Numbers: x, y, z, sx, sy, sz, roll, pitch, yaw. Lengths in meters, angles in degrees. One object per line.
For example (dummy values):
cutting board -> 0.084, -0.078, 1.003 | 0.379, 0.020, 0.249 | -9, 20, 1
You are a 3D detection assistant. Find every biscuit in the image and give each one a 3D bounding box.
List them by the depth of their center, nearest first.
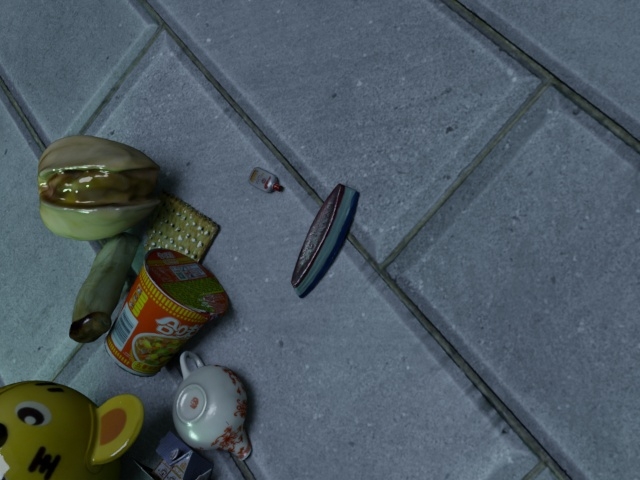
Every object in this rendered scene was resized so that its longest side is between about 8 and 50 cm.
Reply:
biscuit -> -0.307, -0.012, 1.922 | 0.203, 0.016, 0.144 | 29, 93, 36

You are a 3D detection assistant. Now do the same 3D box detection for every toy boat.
toy boat -> 0.000, 0.000, 1.693 | 0.080, 0.046, 0.229 | 25, 89, 34

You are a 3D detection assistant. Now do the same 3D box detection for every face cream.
face cream -> -0.108, -0.118, 1.815 | 0.083, 0.021, 0.040 | 27, 93, 37

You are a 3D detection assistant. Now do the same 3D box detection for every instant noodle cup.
instant noodle cup -> -0.317, 0.155, 1.791 | 0.212, 0.193, 0.193 | -52, 54, 21

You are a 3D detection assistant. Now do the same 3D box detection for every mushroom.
mushroom -> -0.448, 0.091, 1.867 | 0.100, 0.081, 0.312 | -29, 29, 22

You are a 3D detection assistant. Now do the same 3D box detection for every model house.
model house -> -0.260, 0.435, 1.706 | 0.167, 0.117, 0.088 | 30, 77, 38

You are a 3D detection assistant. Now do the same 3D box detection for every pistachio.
pistachio -> -0.484, -0.113, 1.938 | 0.321, 0.238, 0.229 | 2, 101, 38

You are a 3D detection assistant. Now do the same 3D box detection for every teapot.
teapot -> -0.216, 0.305, 1.717 | 0.159, 0.116, 0.245 | -45, 49, 28

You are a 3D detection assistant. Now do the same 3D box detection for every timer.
timer -> -0.528, 0.438, 1.725 | 0.387, 0.376, 0.376 | 1, 76, 42
